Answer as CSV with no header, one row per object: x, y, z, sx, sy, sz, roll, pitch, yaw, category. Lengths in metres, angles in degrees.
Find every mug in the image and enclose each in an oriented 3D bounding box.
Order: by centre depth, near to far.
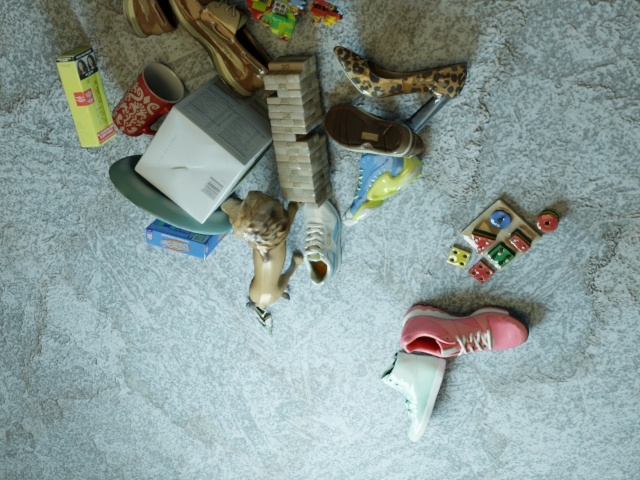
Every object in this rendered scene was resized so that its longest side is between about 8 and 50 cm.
-0.417,-0.316,1.914,0.169,0.113,0.150,-34,58,38,mug

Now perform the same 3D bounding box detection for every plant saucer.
-0.343,-0.121,1.896,0.317,0.317,0.044,31,109,3,plant saucer

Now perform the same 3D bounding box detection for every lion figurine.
-0.127,0.040,1.932,0.142,0.240,0.392,2,120,16,lion figurine

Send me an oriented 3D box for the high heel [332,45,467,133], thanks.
0.169,-0.368,1.673,0.261,0.093,0.186,38,123,-11,high heel

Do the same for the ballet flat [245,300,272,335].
-0.156,0.208,2.171,0.041,0.041,0.114,-28,106,32,ballet flat

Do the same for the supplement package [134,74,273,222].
-0.242,-0.217,1.818,0.198,0.263,0.199,39,125,-4,supplement package

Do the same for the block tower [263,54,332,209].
-0.049,-0.240,1.805,0.097,0.091,0.336,6,120,27,block tower

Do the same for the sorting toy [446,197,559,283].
0.400,0.001,1.819,0.132,0.046,0.274,41,126,-4,sorting toy

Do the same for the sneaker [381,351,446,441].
0.226,0.400,2.091,0.151,0.094,0.256,15,113,7,sneaker

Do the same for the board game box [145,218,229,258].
-0.310,-0.042,1.982,0.160,0.210,0.047,15,124,14,board game box

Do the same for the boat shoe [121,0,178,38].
-0.381,-0.604,1.747,0.116,0.123,0.325,4,129,16,boat shoe

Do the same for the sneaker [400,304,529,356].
0.340,0.239,1.927,0.313,0.136,0.116,-1,119,22,sneaker

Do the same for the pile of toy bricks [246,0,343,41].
-0.071,-0.472,1.681,0.212,0.118,0.105,22,105,10,pile of toy bricks

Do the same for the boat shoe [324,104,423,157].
0.117,-0.230,1.748,0.257,0.095,0.095,31,108,44,boat shoe

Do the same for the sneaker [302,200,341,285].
0.000,0.000,1.952,0.087,0.092,0.229,1,117,24,sneaker

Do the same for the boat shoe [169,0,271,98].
-0.211,-0.472,1.757,0.119,0.123,0.324,-24,116,26,boat shoe

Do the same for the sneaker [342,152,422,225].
0.118,-0.140,1.837,0.240,0.091,0.126,-39,87,27,sneaker

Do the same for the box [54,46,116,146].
-0.580,-0.354,1.985,0.058,0.087,0.232,2,118,21,box
